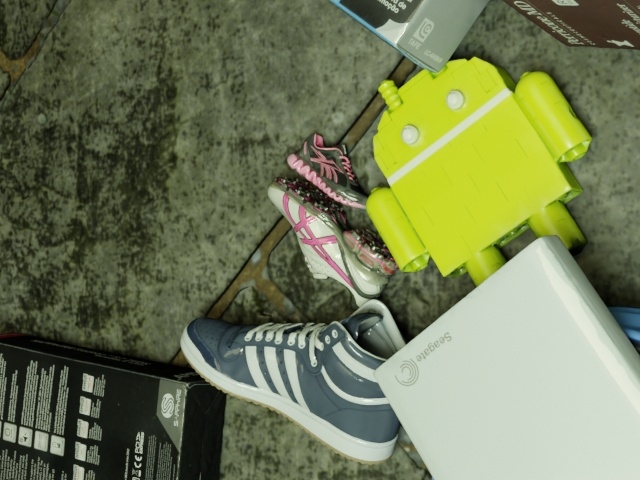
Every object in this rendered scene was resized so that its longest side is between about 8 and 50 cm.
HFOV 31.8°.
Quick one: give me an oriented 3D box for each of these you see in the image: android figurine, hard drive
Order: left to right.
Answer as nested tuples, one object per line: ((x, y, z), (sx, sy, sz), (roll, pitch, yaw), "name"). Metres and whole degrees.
((0.157, -0.077, 1.179), (0.248, 0.056, 0.273), (-35, 74, 25), "android figurine")
((0.216, 0.205, 0.999), (0.233, 0.047, 0.353), (-43, 67, 31), "hard drive")

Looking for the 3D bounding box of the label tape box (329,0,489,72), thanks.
((0.113, -0.387, 1.154), (0.249, 0.115, 0.348), (42, 106, 31), "label tape box")

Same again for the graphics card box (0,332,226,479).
((-0.297, 0.255, 1.419), (0.370, 0.094, 0.233), (6, 92, 32), "graphics card box")

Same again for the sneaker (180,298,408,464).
((-0.024, 0.115, 1.238), (0.282, 0.099, 0.153), (27, 120, 22), "sneaker")

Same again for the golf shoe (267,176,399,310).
((0.000, 0.000, 1.262), (0.186, 0.067, 0.086), (42, 111, 24), "golf shoe")

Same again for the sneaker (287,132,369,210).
((0.018, -0.080, 1.271), (0.119, 0.047, 0.057), (38, 96, 24), "sneaker")

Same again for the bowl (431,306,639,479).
((0.272, 0.258, 1.037), (0.391, 0.077, 0.391), (2, 93, 38), "bowl")

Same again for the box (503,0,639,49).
((0.288, -0.273, 1.004), (0.203, 0.168, 0.167), (13, 86, 44), "box")
